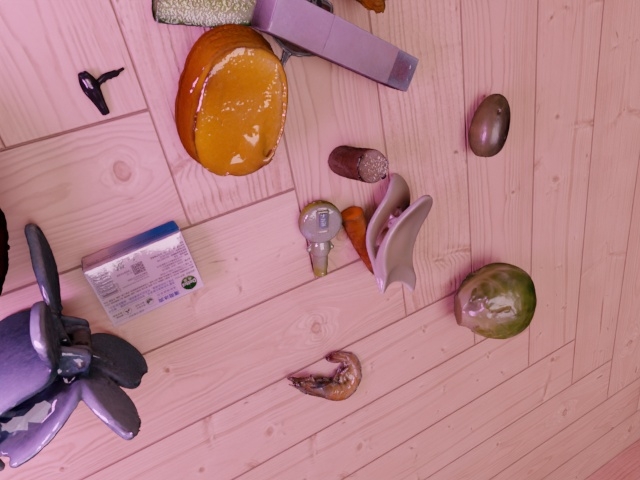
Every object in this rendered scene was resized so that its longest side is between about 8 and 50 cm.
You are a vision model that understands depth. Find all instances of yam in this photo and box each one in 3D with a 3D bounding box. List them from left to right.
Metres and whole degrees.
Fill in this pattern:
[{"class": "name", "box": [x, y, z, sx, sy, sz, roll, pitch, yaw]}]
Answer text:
[{"class": "yam", "box": [0.083, -0.173, 1.087, 0.084, 0.127, 0.084, -11, 112, -28]}]

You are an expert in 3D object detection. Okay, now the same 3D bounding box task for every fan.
[{"class": "fan", "box": [-0.056, -0.406, 0.980, 0.132, 0.009, 0.220, 19, 100, -31]}]

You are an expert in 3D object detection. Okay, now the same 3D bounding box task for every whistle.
[{"class": "whistle", "box": [0.000, 0.000, 1.153, 0.104, 0.057, 0.198, -7, 116, -14]}]

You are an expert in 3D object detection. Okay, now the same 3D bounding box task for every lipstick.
[{"class": "lipstick", "box": [0.042, -0.391, 0.966, 0.371, 0.076, 0.080, 6, 112, -40]}]

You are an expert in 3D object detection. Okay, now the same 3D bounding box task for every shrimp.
[{"class": "shrimp", "box": [0.019, 0.370, 1.335, 0.251, 0.052, 0.143, 16, 92, -41]}]

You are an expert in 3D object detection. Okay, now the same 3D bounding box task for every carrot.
[{"class": "carrot", "box": [0.110, 0.010, 1.221, 0.061, 0.061, 0.209, -34, 126, -12]}]

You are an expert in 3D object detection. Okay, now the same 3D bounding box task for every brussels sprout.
[{"class": "brussels sprout", "box": [0.516, 0.179, 1.430, 0.244, 0.244, 0.244, -11, 116, -24]}]

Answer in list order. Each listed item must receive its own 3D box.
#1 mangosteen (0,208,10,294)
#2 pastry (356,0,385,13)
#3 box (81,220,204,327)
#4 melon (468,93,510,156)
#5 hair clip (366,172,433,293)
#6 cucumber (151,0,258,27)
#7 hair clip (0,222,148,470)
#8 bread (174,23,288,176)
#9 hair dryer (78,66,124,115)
[{"class": "mangosteen", "box": [-0.650, 0.026, 0.620, 0.421, 0.381, 0.381, -24, 120, -13]}, {"class": "pastry", "box": [0.083, -0.525, 0.898, 0.103, 0.189, 0.189, -42, 125, 9]}, {"class": "box", "box": [-0.354, 0.065, 0.979, 0.194, 0.073, 0.139, -25, 121, -18]}, {"class": "melon", "box": [0.434, -0.294, 1.243, 0.099, 0.099, 0.162, 0, 105, -29]}, {"class": "hair clip", "box": [0.190, -0.018, 1.203, 0.172, 0.113, 0.282, 3, 106, -52]}, {"class": "cucumber", "box": [-0.176, -0.438, 0.867, 0.244, 0.063, 0.115, -5, 120, -29]}, {"class": "hair clip", "box": [-0.491, 0.226, 0.835, 0.238, 0.318, 0.392, -30, 124, -12]}, {"class": "bread", "box": [-0.163, -0.252, 0.901, 0.195, 0.142, 0.269, 0, 122, -29]}, {"class": "hair dryer", "box": [-0.375, -0.273, 0.856, 0.083, 0.031, 0.079, -38, 135, -19]}]
